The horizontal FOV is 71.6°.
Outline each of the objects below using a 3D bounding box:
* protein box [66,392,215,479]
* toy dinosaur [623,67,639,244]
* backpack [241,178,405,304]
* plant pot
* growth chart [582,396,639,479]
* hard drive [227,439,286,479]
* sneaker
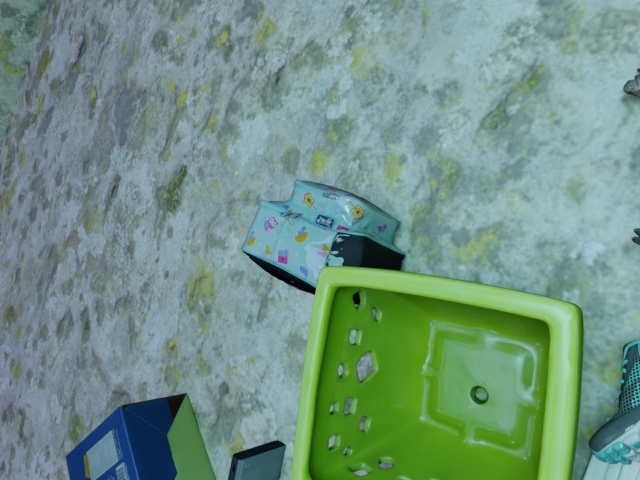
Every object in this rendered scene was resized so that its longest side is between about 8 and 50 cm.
[{"bbox_3d":[-0.311,0.412,0.768,0.201,0.136,0.199,-42,61,24],"label":"protein box"},{"bbox_3d":[0.374,-0.053,0.350,0.200,0.127,0.295,-37,75,-13],"label":"toy dinosaur"},{"bbox_3d":[0.000,0.000,0.582,0.189,0.166,0.144,12,89,34],"label":"backpack"},{"bbox_3d":[0.130,0.153,0.435,0.227,0.207,0.227,7,86,37],"label":"plant pot"},{"bbox_3d":[0.345,0.261,0.373,0.237,0.021,0.171,31,101,36],"label":"growth chart"},{"bbox_3d":[-0.100,0.369,0.643,0.022,0.094,0.135,11,90,38],"label":"hard drive"},{"bbox_3d":[0.300,0.129,0.399,0.166,0.065,0.076,-45,33,5],"label":"sneaker"}]
